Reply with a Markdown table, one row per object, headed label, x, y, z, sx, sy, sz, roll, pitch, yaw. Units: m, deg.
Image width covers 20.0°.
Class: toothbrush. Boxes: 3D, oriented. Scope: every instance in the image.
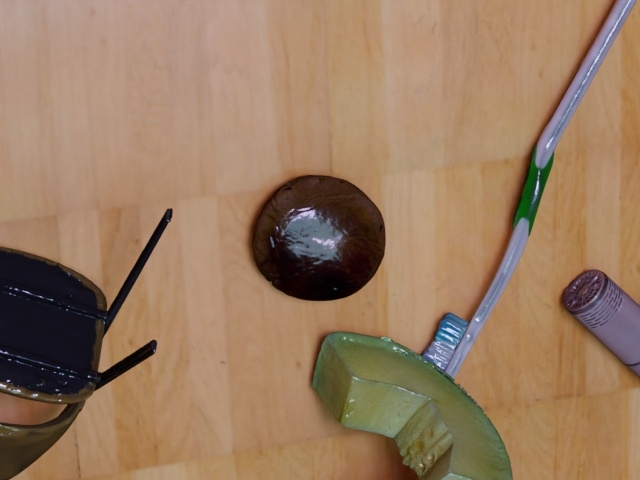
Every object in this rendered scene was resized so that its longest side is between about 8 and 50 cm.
| label | x | y | z | sx | sy | sz | roll | pitch | yaw |
| --- | --- | --- | --- | --- | --- | --- | --- | --- | --- |
| toothbrush | 0.202 | -0.055 | 1.671 | 0.040 | 0.042 | 0.418 | 28 | 98 | 0 |

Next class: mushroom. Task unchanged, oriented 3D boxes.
| label | x | y | z | sx | sy | sz | roll | pitch | yaw |
| --- | --- | --- | --- | --- | --- | --- | --- | --- | --- |
| mushroom | 0.000 | 0.000 | 1.619 | 0.123 | 0.052 | 0.123 | -4 | 103 | -17 |

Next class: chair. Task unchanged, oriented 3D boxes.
| label | x | y | z | sx | sy | sz | roll | pitch | yaw |
| --- | --- | --- | --- | --- | --- | --- | --- | --- | --- |
| chair | -0.249 | 0.078 | 1.511 | 0.159 | 0.172 | 0.247 | 18 | 143 | -22 |

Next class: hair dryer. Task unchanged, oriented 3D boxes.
| label | x | y | z | sx | sy | sz | roll | pitch | yaw |
| --- | --- | --- | --- | --- | --- | --- | --- | --- | --- |
| hair dryer | 0.367 | 0.039 | 1.757 | 0.195 | 0.053 | 0.220 | 42 | 84 | -25 |

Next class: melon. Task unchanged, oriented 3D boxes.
| label | x | y | z | sx | sy | sz | roll | pitch | yaw |
| --- | --- | --- | --- | --- | --- | --- | --- | --- | --- |
| melon | 0.088 | 0.170 | 1.641 | 0.118 | 0.209 | 0.064 | -1 | 132 | -43 |
